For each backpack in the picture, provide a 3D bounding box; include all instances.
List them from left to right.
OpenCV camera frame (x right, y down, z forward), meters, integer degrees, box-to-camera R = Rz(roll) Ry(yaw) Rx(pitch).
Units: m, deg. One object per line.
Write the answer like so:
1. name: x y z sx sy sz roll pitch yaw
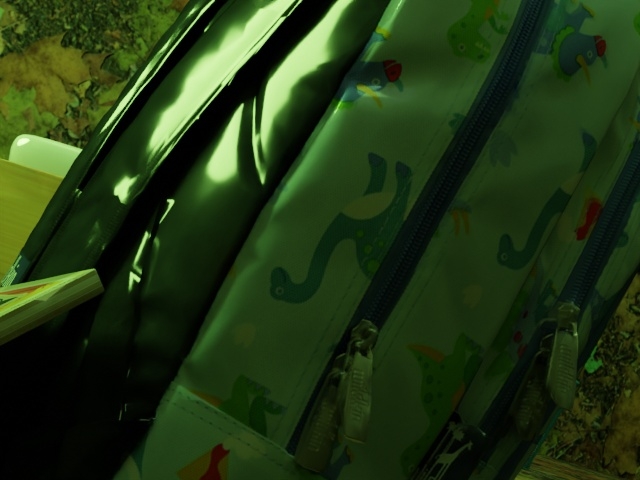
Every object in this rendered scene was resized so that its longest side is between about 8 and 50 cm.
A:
1. backpack: 0.000 0.000 0.744 0.273 0.355 0.290 19 -3 -17

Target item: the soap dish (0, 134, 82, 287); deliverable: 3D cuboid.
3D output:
1. soap dish: -0.141 0.056 1.242 0.229 0.118 0.291 18 -25 4

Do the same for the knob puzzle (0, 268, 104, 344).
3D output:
1. knob puzzle: -0.202 0.049 0.630 0.213 0.030 0.213 -21 9 3

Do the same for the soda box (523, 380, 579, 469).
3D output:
1. soda box: 0.049 0.069 1.033 0.210 0.067 0.071 23 12 -29
